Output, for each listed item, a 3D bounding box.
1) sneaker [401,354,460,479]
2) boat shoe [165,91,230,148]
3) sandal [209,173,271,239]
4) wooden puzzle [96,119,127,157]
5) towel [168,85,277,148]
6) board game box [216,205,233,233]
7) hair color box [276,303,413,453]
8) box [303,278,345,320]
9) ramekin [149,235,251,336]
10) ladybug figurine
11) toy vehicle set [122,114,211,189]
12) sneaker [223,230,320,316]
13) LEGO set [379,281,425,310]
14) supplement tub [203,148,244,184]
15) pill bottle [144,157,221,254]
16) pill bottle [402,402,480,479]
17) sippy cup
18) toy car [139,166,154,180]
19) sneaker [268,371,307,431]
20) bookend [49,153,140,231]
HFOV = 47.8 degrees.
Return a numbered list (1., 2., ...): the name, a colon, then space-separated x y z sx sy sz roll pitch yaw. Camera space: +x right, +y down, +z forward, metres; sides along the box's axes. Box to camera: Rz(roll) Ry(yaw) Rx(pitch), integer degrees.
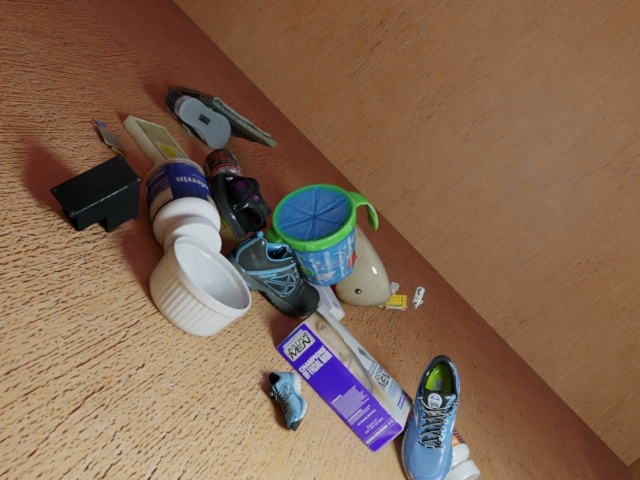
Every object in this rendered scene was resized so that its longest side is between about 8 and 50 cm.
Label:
1. sneaker: 0.264 0.424 1.732 0.147 0.129 0.330 74 24 -55
2. boat shoe: -0.406 -0.398 2.376 0.105 0.113 0.306 31 3 27
3. sandal: -0.187 -0.103 1.850 0.168 0.107 0.446 63 5 -2
4. wooden puzzle: -0.537 -0.258 1.845 0.078 0.014 0.116 34 19 -49
5. towel: -0.338 -0.442 2.540 0.312 0.056 0.324 23 -8 46
6. board game box: -0.234 -0.071 2.099 0.092 0.043 0.181 47 15 9
7. hair color box: 0.064 0.325 1.744 0.339 0.110 0.185 45 16 4
8. box: -0.027 0.115 2.125 0.067 0.063 0.324 31 21 -42
9. ramekin: -0.253 0.101 1.482 0.207 0.109 0.207 42 16 -15
10. ladybug figurine: 0.059 0.037 2.275 0.449 0.162 0.305 56 -10 37
11. toy vehicle set: -0.426 -0.234 2.029 0.267 0.035 0.166 51 16 18
12. sneaker: -0.096 0.092 1.860 0.341 0.139 0.125 31 19 -46
13. LEGO set: 0.225 0.176 2.567 0.287 0.132 0.107 26 -9 18
14. supplement tub: -0.283 -0.191 2.133 0.106 0.106 0.198 37 12 -30
15. pill bottle: -0.315 -0.063 1.661 0.153 0.153 0.265 33 20 -38
16. pill bottle: 0.299 0.520 1.827 0.121 0.121 0.221 24 26 -54
17. sippy cup: 0.000 0.000 2.011 0.224 0.305 0.240 75 21 -44
18. toy car: -0.420 -0.166 1.861 0.060 0.040 0.122 44 15 -7
19. sneaker: -0.076 0.329 1.487 0.073 0.063 0.162 19 21 -22
20. bookend: -0.448 -0.072 1.449 0.072 0.156 0.157 49 -28 13
